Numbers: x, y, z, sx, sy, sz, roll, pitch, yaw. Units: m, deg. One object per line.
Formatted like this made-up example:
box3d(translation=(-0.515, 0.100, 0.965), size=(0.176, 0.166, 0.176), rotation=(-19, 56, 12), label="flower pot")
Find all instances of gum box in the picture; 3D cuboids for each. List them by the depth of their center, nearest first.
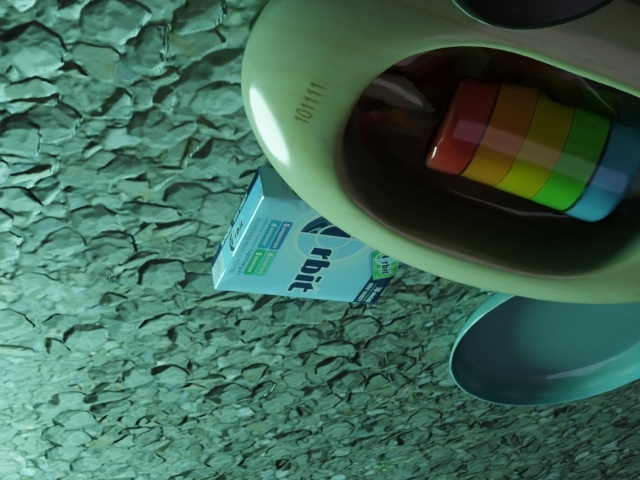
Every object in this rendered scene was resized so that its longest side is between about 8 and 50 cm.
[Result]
box3d(translation=(0.000, 0.000, 1.080), size=(0.184, 0.041, 0.157), rotation=(7, 140, -23), label="gum box")

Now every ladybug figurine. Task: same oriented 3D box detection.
box3d(translation=(0.164, -0.101, 0.820), size=(0.449, 0.162, 0.305), rotation=(20, 133, -9), label="ladybug figurine")

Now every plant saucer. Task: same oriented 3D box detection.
box3d(translation=(0.311, 0.109, 1.301), size=(0.317, 0.044, 0.317), rotation=(-7, 144, -5), label="plant saucer")

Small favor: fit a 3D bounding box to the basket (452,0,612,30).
box3d(translation=(0.106, -0.247, 0.620), size=(0.154, 0.227, 0.204), rotation=(-28, 139, 22), label="basket")
